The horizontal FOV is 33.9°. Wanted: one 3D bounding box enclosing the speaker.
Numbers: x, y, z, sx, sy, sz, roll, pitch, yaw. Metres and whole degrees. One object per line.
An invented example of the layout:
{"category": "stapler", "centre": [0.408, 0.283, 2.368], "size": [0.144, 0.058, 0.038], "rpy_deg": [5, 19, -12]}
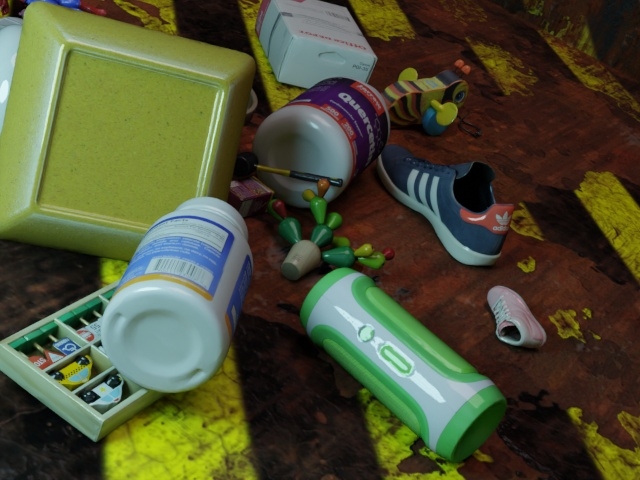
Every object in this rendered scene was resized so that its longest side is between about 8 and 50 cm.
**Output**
{"category": "speaker", "centre": [0.108, 0.164, 1.433], "size": [0.296, 0.131, 0.131], "rpy_deg": [40, 33, 29]}

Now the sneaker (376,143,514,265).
{"category": "sneaker", "centre": [0.237, -0.108, 1.949], "size": [0.131, 0.148, 0.350], "rpy_deg": [-4, 38, -39]}

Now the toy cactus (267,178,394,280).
{"category": "toy cactus", "centre": [0.000, 0.000, 1.673], "size": [0.219, 0.112, 0.180], "rpy_deg": [36, 40, 5]}

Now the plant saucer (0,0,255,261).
{"category": "plant saucer", "centre": [-0.267, -0.134, 1.455], "size": [0.333, 0.332, 0.081], "rpy_deg": [11, 3, -20]}

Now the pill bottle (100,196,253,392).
{"category": "pill bottle", "centre": [-0.168, 0.054, 1.321], "size": [0.152, 0.152, 0.272], "rpy_deg": [20, 28, -4]}

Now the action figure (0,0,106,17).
{"category": "action figure", "centre": [-0.555, -0.431, 1.990], "size": [0.280, 0.139, 0.091], "rpy_deg": [24, 28, -39]}

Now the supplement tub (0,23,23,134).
{"category": "supplement tub", "centre": [-0.390, -0.191, 1.569], "size": [0.316, 0.228, 0.228], "rpy_deg": [12, 31, -20]}

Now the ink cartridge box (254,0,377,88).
{"category": "ink cartridge box", "centre": [-0.017, -0.444, 2.360], "size": [0.207, 0.117, 0.283], "rpy_deg": [10, 31, -22]}

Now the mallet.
{"category": "mallet", "centre": [-0.055, -0.114, 1.753], "size": [0.190, 0.039, 0.062], "rpy_deg": [10, 15, 2]}

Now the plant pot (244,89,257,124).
{"category": "plant pot", "centre": [-0.239, -0.237, 1.872], "size": [0.237, 0.109, 0.237], "rpy_deg": [16, 30, -10]}

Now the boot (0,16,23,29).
{"category": "boot", "centre": [-0.501, -0.313, 1.852], "size": [0.258, 0.095, 0.123], "rpy_deg": [23, 34, 17]}

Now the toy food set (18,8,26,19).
{"category": "toy food set", "centre": [-0.557, -0.427, 2.060], "size": [0.078, 0.019, 0.122], "rpy_deg": [19, 37, -8]}

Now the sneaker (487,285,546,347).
{"category": "sneaker", "centre": [0.305, 0.123, 1.712], "size": [0.070, 0.051, 0.134], "rpy_deg": [2, 39, -42]}

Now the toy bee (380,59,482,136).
{"category": "toy bee", "centre": [0.252, -0.326, 2.311], "size": [0.195, 0.162, 0.298], "rpy_deg": [35, 31, 24]}

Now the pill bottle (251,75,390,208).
{"category": "pill bottle", "centre": [0.015, -0.190, 1.896], "size": [0.182, 0.181, 0.323], "rpy_deg": [28, 30, 9]}

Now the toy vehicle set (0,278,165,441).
{"category": "toy vehicle set", "centre": [-0.253, 0.136, 1.319], "size": [0.166, 0.035, 0.267], "rpy_deg": [32, 30, 16]}

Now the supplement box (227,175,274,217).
{"category": "supplement box", "centre": [-0.126, -0.071, 1.742], "size": [0.055, 0.043, 0.083], "rpy_deg": [39, 32, 26]}
